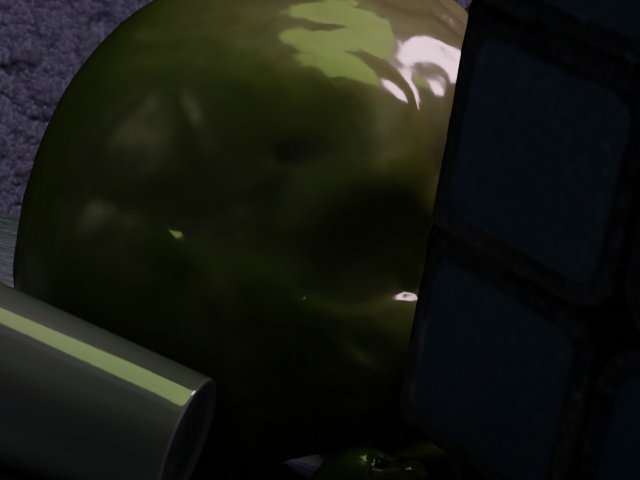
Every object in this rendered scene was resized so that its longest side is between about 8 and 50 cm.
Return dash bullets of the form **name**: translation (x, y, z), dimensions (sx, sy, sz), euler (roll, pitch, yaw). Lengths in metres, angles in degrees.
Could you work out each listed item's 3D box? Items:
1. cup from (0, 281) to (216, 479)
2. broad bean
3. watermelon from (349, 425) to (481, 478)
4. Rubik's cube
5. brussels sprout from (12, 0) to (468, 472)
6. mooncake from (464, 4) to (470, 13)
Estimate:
- **cup**: translation (-0.108, 0.073, 0.704), dimensions (0.116, 0.074, 0.104), euler (19, -27, 10)
- **broad bean**: translation (0.026, 0.109, 0.709), dimensions (0.046, 0.065, 0.254), euler (55, 3, 10)
- **watermelon**: translation (0.112, 0.060, 0.988), dimensions (0.188, 0.175, 0.322), euler (17, -7, -21)
- **Rubik's cube**: translation (0.251, -0.019, 0.643), dimensions (0.304, 0.301, 0.305), euler (-15, 34, -38)
- **brussels sprout**: translation (-0.010, -0.003, 0.815), dimensions (0.317, 0.242, 0.274), euler (-16, -28, 19)
- **mooncake**: translation (0.177, -0.015, 1.318), dimensions (0.201, 0.378, 0.378), euler (4, -2, 18)
